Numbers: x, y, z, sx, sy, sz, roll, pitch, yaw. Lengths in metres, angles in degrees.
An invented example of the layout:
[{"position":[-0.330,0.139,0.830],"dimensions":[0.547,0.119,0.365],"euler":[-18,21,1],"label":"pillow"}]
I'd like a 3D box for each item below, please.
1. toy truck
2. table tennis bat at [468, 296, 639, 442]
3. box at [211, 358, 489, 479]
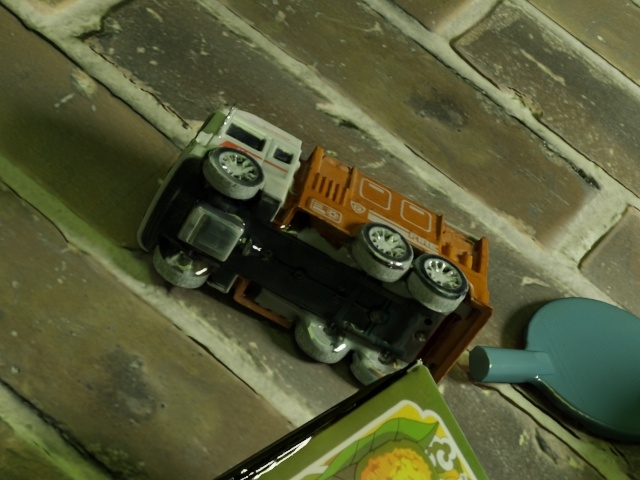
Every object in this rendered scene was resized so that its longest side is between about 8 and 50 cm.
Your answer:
[{"position":[0.000,0.000,1.897],"dimensions":[0.387,0.173,0.207],"euler":[29,34,-8],"label":"toy truck"},{"position":[0.321,0.155,2.038],"dimensions":[0.329,0.044,0.215],"euler":[3,49,-33],"label":"table tennis bat"},{"position":[0.045,0.366,1.480],"dimensions":[0.373,0.138,0.420],"euler":[-27,87,-47],"label":"box"}]
